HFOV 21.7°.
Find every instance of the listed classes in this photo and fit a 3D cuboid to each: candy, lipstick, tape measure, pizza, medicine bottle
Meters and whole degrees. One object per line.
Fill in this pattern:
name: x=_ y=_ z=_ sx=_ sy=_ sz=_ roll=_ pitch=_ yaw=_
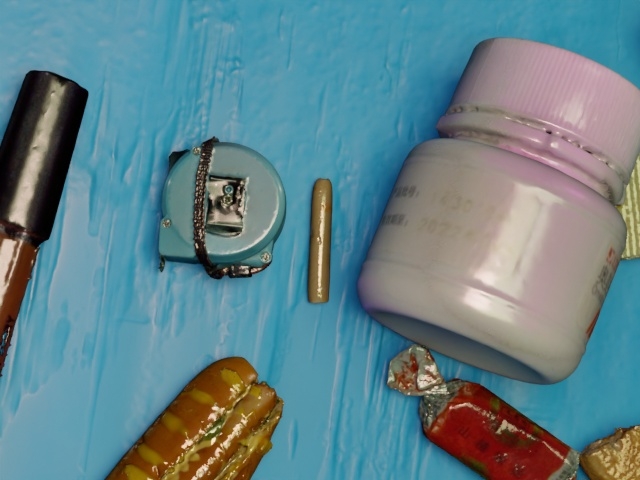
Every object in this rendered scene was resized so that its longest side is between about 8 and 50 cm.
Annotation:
candy: x=0.188 y=0.213 z=1.770 sx=0.292 sy=0.059 sz=0.086 roll=35 pitch=96 yaw=-11
lipstick: x=-0.317 y=0.038 z=1.630 sx=0.077 sy=0.077 sz=0.418 roll=18 pitch=84 yaw=-15
tape measure: x=-0.097 y=-0.032 z=1.693 sx=0.125 sy=0.081 sz=0.146 roll=4 pitch=82 yaw=2
pizza: x=0.399 y=0.256 z=1.834 sx=0.246 sy=0.058 sz=0.127 roll=-4 pitch=89 yaw=-15
medicine bottle: x=0.194 y=-0.030 z=1.696 sx=0.241 sy=0.241 sz=0.302 roll=25 pitch=81 yaw=-14

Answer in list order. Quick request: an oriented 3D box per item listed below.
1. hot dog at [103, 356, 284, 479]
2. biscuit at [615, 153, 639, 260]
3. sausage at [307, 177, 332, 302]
hot dog: x=-0.140 y=0.237 z=1.675 sx=0.115 sy=0.072 sz=0.269 roll=43 pitch=76 yaw=-18
biscuit: x=0.424 y=-0.057 z=1.865 sx=0.250 sy=0.046 sz=0.147 roll=-8 pitch=90 yaw=-17
sausage: x=0.000 y=0.000 z=1.751 sx=0.024 sy=0.024 sz=0.132 roll=3 pitch=87 yaw=-16
